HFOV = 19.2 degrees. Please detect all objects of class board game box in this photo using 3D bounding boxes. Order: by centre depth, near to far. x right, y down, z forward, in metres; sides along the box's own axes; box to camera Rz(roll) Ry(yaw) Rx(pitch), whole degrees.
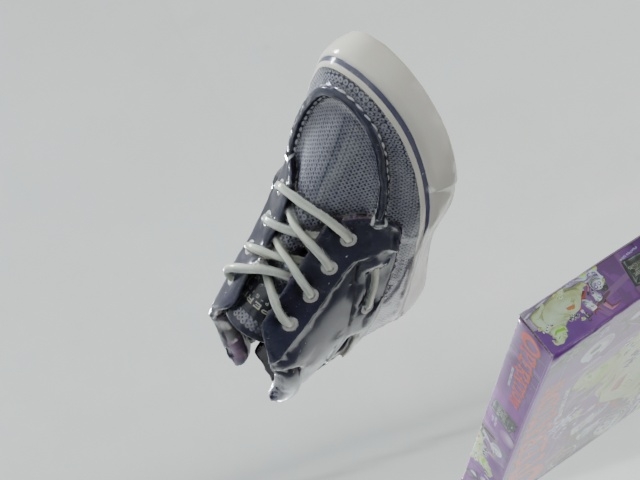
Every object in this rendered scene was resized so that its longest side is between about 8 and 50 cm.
[{"bbox_3d":[0.228,0.098,1.562,0.208,0.056,0.347,-28,-22,-16],"label":"board game box"}]

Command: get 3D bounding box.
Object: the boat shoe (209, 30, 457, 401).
[{"bbox_3d":[0.000,0.000,1.385,0.158,0.127,0.340,-41,-25,-21],"label":"boat shoe"}]
